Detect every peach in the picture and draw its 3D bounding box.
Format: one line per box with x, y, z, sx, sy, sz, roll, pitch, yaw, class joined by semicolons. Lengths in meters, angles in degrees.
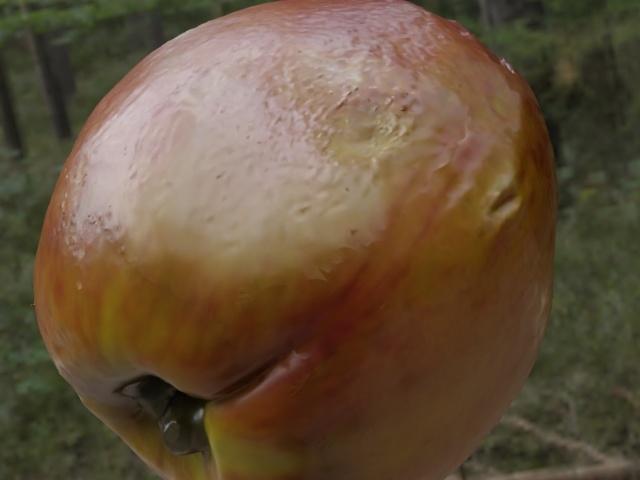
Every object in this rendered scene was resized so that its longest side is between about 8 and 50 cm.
0.000;0.000;0.795;0.281;0.238;0.281;-34;18;13;peach
